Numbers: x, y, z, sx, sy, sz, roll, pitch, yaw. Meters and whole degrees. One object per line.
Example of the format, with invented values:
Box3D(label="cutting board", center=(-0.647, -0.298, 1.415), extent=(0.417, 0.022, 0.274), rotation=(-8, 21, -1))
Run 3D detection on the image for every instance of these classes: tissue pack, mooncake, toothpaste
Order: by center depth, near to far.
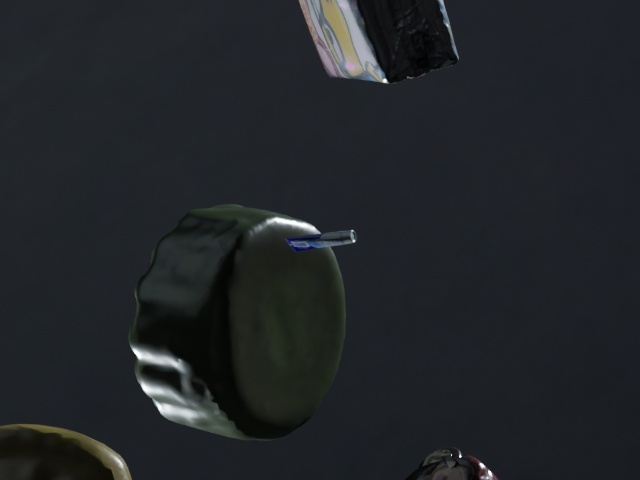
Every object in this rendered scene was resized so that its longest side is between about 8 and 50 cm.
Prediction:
Box3D(label="tissue pack", center=(0.029, -0.167, 1.036), extent=(0.065, 0.115, 0.155), rotation=(-22, -168, -11))
Box3D(label="mooncake", center=(-0.284, 0.284, 1.476), extent=(0.235, 0.235, 0.117), rotation=(-40, 173, -8))
Box3D(label="toothpaste", center=(0.000, 0.000, 1.700), extent=(0.083, 0.024, 0.015), rotation=(-9, -132, 29))
Box3D(label="mooncake", center=(-0.128, 0.121, 2.290), extent=(0.194, 0.356, 0.356), rotation=(3, -150, 37))

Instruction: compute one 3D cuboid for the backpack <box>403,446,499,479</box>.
Box3D(label="backpack", center=(0.148, 0.394, 1.993), extent=(0.229, 0.139, 0.229), rotation=(-34, -151, 22))
